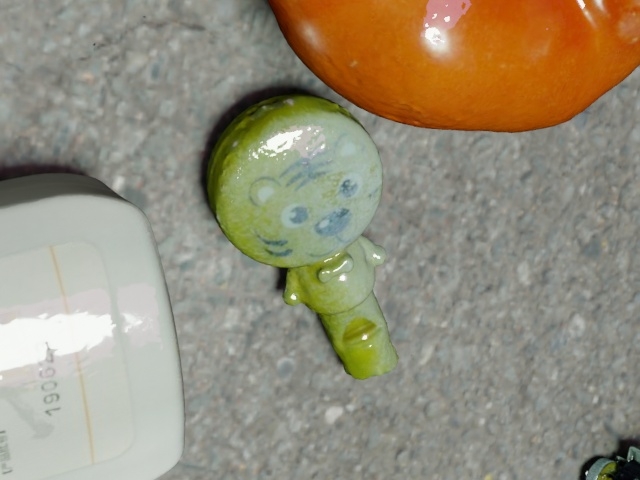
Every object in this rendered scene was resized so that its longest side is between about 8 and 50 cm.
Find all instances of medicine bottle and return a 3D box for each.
[{"bbox_3d":[-0.242,0.079,0.773,0.324,0.124,0.179,-15,111,-22],"label":"medicine bottle"}]

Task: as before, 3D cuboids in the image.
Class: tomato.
[{"bbox_3d":[0.081,-0.185,0.810,0.260,0.180,0.260,-6,106,-22],"label":"tomato"}]

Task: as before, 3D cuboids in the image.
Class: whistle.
[{"bbox_3d":[0.000,0.000,0.907,0.104,0.057,0.198,-27,123,-4],"label":"whistle"}]

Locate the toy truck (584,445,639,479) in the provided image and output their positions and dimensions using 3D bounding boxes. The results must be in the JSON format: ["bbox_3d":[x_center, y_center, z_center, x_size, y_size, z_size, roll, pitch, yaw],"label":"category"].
[{"bbox_3d":[0.240,0.231,1.078,0.100,0.077,0.169,-1,103,-39],"label":"toy truck"}]
